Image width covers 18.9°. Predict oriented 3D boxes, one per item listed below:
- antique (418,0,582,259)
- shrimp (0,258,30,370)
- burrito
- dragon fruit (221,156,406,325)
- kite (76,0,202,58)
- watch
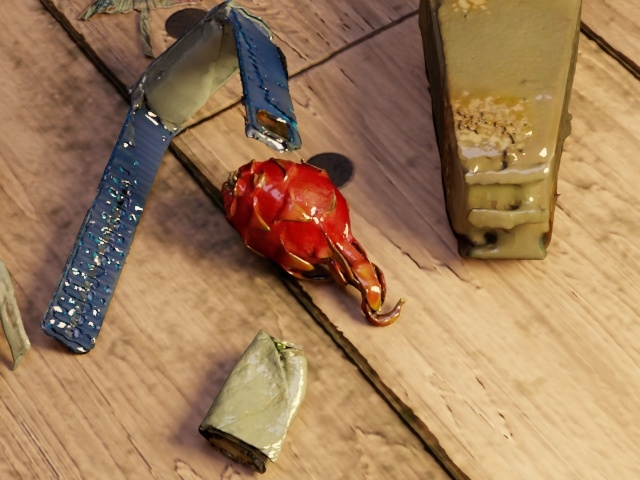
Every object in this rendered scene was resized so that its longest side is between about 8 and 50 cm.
[{"bbox_3d":[0.158,-0.109,1.683,0.150,0.125,0.284,-1,49,6],"label":"antique"},{"bbox_3d":[-0.341,0.018,1.608,0.221,0.166,0.410,16,52,-16],"label":"shrimp"},{"bbox_3d":[-0.045,0.127,1.549,0.074,0.044,0.118,19,55,18],"label":"burrito"},{"bbox_3d":[0.000,0.000,1.644,0.190,0.094,0.094,40,60,8],"label":"dragon fruit"},{"bbox_3d":[-0.174,-0.232,1.905,0.139,0.011,0.157,-9,48,0],"label":"kite"},{"bbox_3d":[-0.132,-0.065,1.681,0.276,0.068,0.274,-42,30,19],"label":"watch"}]
